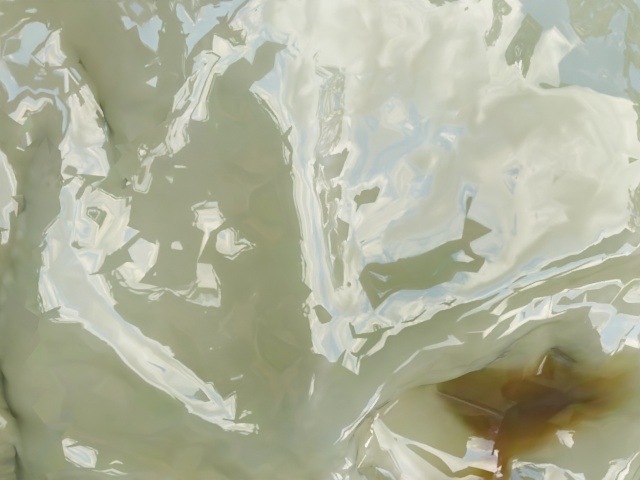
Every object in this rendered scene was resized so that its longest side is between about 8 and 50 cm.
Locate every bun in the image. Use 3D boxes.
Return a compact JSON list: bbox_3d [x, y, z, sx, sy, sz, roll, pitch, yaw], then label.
[{"bbox_3d":[0.003,0.000,0.563,0.364,0.364,0.202,37,15,-44],"label":"bun"}]
